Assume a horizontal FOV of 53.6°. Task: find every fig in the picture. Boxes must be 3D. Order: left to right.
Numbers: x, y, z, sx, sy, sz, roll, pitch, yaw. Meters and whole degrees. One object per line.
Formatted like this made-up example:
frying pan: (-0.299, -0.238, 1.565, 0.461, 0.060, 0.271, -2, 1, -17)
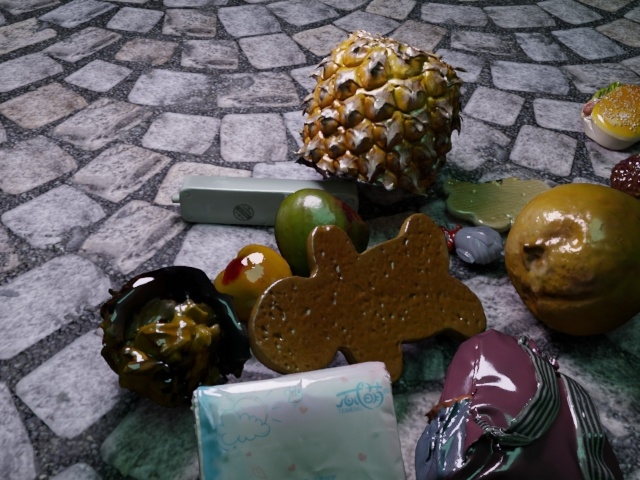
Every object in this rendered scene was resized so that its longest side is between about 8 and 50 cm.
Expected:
fig: (0.000, 0.000, 1.175, 0.180, 0.181, 0.191, 4, 68, 0)

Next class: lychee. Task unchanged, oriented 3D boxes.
lychee: (0.733, -0.117, 1.354, 0.188, 0.188, 0.188, 2, 43, -2)

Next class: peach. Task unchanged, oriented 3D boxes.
peach: (-0.113, 0.079, 1.108, 0.138, 0.138, 0.138, 2, 43, -2)

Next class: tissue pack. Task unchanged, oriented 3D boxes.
tissue pack: (-0.031, 0.282, 0.858, 0.270, 0.124, 0.202, -6, 79, -11)

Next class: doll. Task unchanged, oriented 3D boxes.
doll: (0.294, 0.002, 1.264, 0.180, 0.079, 0.094, 19, 59, 34)

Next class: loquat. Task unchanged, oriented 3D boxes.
loquat: (0.476, 0.026, 1.120, 0.283, 0.276, 0.276, -7, 44, -16)

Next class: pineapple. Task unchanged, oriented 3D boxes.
pineapple: (0.130, -0.256, 1.306, 0.352, 0.300, 0.352, 18, 13, -4)

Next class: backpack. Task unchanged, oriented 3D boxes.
backpack: (0.288, 0.264, 0.882, 0.283, 0.197, 0.317, 29, 41, -3)

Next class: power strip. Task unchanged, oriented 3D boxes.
power strip: (-0.115, -0.081, 1.308, 0.384, 0.091, 0.062, 3, 40, -1)

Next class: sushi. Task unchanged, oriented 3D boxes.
sushi: (-0.229, 0.151, 0.959, 0.204, 0.213, 0.200, -24, 53, -34)

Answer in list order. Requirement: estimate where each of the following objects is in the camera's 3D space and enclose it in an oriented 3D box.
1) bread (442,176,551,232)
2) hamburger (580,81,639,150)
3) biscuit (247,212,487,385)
bread: (0.392, -0.075, 1.373, 0.250, 0.039, 0.182, 0, 44, -4)
hamburger: (0.760, -0.318, 1.603, 0.210, 0.116, 0.173, -27, 53, -28)
biscuit: (0.068, 0.103, 1.049, 0.431, 0.064, 0.283, -18, 78, -31)
